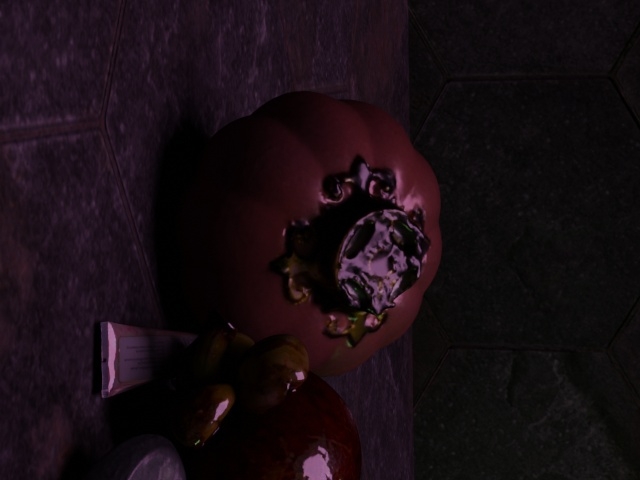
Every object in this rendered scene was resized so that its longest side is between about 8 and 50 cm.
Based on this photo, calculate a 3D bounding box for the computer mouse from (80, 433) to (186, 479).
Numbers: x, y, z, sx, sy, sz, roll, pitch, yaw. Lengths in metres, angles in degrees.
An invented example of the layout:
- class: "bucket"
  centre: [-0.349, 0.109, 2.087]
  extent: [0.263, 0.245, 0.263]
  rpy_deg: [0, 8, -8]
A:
- class: "computer mouse"
  centre: [-0.183, 0.268, 1.035]
  extent: [0.113, 0.068, 0.229]
  rpy_deg: [49, 52, -43]

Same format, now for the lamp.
- class: "lamp"
  centre: [0.000, 0.000, 1.289]
  extent: [0.239, 0.305, 0.306]
  rpy_deg: [23, -60, 56]

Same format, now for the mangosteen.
- class: "mangosteen"
  centre: [-0.069, 0.183, 1.171]
  extent: [0.215, 0.215, 0.258]
  rpy_deg: [-62, 151, -61]

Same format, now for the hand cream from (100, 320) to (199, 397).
- class: "hand cream"
  centre: [-0.159, 0.112, 1.189]
  extent: [0.209, 0.043, 0.067]
  rpy_deg: [12, 77, -71]
